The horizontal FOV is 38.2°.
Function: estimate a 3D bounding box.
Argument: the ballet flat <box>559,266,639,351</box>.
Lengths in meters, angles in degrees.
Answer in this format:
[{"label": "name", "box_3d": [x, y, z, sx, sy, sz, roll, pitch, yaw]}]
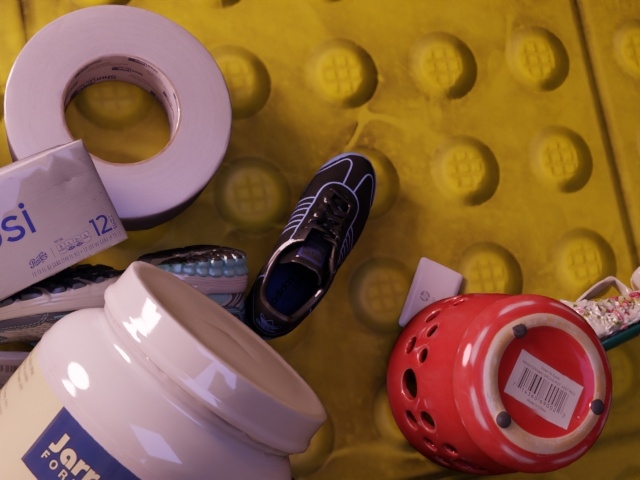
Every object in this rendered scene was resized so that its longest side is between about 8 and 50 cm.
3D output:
[{"label": "ballet flat", "box_3d": [0.366, 0.068, 1.061, 0.241, 0.091, 0.077, -16, 61, -23]}]

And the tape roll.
[{"label": "tape roll", "box_3d": [-0.202, -0.121, 0.929, 0.219, 0.072, 0.219, 3, 78, -15]}]

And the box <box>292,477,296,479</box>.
[{"label": "box", "box_3d": [-0.006, 0.346, 0.810, 0.231, 0.056, 0.183, 37, 101, 20]}]

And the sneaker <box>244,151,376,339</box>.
[{"label": "sneaker", "box_3d": [0.000, 0.000, 0.955, 0.081, 0.090, 0.232, 31, 72, -8]}]

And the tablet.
[{"label": "tablet", "box_3d": [0.122, 0.065, 1.024, 0.054, 0.006, 0.083, 25, 72, -10]}]

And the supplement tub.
[{"label": "supplement tub", "box_3d": [-0.172, 0.203, 0.738, 0.235, 0.235, 0.325, 39, 92, -6]}]

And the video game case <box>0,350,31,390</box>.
[{"label": "video game case", "box_3d": [-0.259, 0.150, 0.842, 0.087, 0.122, 0.011, 4, 34, -16]}]

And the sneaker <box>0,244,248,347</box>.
[{"label": "sneaker", "box_3d": [-0.195, 0.084, 0.864, 0.283, 0.110, 0.122, -9, 98, -22]}]

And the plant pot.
[{"label": "plant pot", "box_3d": [0.185, 0.142, 0.936, 0.191, 0.174, 0.191, 4, 78, -19]}]

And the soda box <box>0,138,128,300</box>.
[{"label": "soda box", "box_3d": [-0.315, 0.015, 0.767, 0.286, 0.091, 0.098, -29, 105, -24]}]
